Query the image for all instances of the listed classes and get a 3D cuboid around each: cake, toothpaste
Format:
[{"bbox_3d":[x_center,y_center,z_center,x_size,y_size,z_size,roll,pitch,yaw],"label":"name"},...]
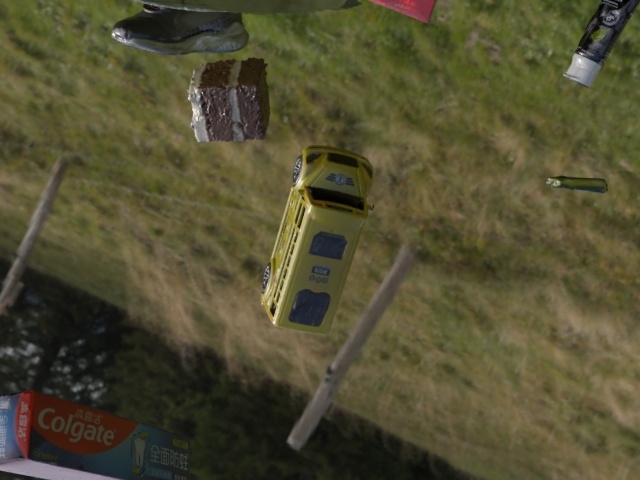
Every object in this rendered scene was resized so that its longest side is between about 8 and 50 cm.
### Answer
[{"bbox_3d":[-0.179,-0.277,1.806,0.147,0.134,0.135,-1,127,7],"label":"cake"},{"bbox_3d":[0.421,-0.321,1.340,0.045,0.193,0.071,14,-161,-39],"label":"toothpaste"},{"bbox_3d":[-0.260,0.247,1.075,0.066,0.076,0.320,-12,156,19],"label":"toothpaste"}]

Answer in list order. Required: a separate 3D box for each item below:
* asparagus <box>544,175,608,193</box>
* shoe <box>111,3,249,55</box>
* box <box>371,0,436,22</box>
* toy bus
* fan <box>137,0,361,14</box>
[{"bbox_3d":[0.421,-0.092,1.499,0.108,0.025,0.021,4,167,-4],"label":"asparagus"},{"bbox_3d":[-0.197,-0.328,1.314,0.099,0.112,0.227,27,-153,38],"label":"shoe"},{"bbox_3d":[0.210,-0.671,2.168,0.197,0.089,0.313,23,156,4],"label":"box"},{"bbox_3d":[0.000,0.000,1.682,0.145,0.331,0.151,12,-161,-15],"label":"toy bus"},{"bbox_3d":[-0.154,-0.196,0.712,0.415,0.012,0.233,-14,-150,-39],"label":"fan"}]
